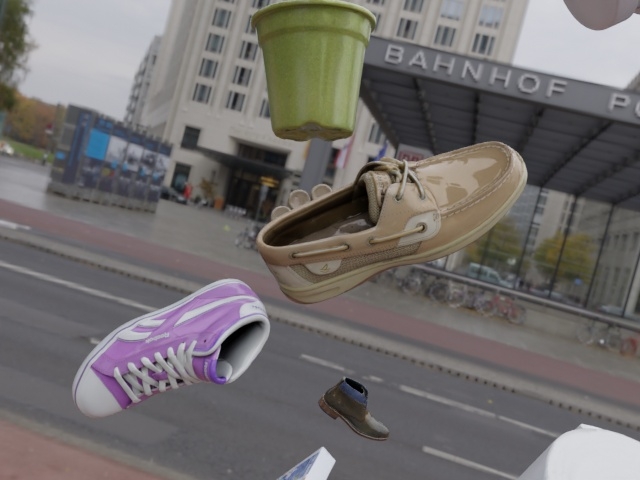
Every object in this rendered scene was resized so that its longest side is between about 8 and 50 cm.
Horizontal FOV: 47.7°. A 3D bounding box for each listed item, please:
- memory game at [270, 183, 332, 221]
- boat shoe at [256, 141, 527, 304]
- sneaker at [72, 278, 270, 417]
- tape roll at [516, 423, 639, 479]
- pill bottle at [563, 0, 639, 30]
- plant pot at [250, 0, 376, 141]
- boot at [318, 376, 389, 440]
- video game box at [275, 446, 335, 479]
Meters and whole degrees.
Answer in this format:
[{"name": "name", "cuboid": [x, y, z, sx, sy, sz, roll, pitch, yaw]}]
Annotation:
[{"name": "memory game", "cuboid": [0.000, 0.000, 1.181, 0.186, 0.186, 0.012, 15, -4, -12]}, {"name": "boat shoe", "cuboid": [0.089, -0.037, 0.876, 0.110, 0.341, 0.122, 61, 2, -45]}, {"name": "sneaker", "cuboid": [-0.195, 0.157, 0.943, 0.102, 0.282, 0.161, 59, -8, -27]}, {"name": "tape roll", "cuboid": [0.268, 0.291, 0.575, 0.286, 0.100, 0.286, 24, 28, -14]}, {"name": "pill bottle", "cuboid": [0.590, -0.500, 1.189, 0.362, 0.210, 0.210, -26, 6, -5]}, {"name": "plant pot", "cuboid": [-0.016, -0.354, 1.584, 0.276, 0.254, 0.276, 1, -3, 0]}, {"name": "boot", "cuboid": [0.112, 0.451, 1.931, 0.219, 0.106, 0.082, 30, 23, -11]}, {"name": "video game box", "cuboid": [-0.074, 0.506, 1.392, 0.048, 0.187, 0.205, 47, 20, 2]}]
